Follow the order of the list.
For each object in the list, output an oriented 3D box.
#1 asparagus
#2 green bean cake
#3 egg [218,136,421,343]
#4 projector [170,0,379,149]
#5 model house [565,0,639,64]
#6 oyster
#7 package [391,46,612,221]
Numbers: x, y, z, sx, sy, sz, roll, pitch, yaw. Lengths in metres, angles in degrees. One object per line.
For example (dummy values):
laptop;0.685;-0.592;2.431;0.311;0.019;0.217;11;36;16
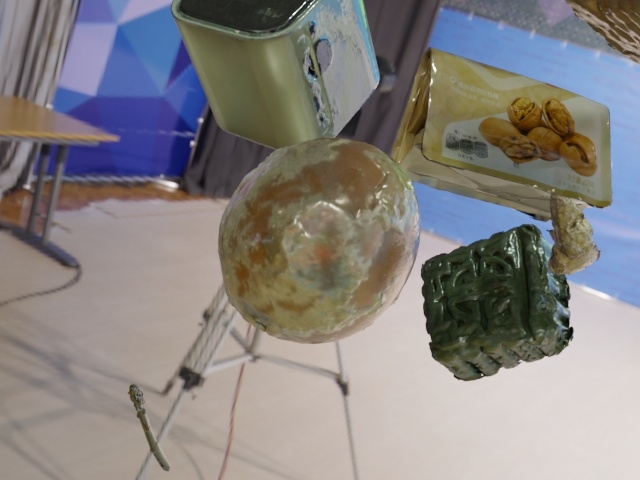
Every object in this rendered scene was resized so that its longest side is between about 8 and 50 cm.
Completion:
asparagus;-0.170;0.190;0.852;0.013;0.166;0.016;27;57;26
green bean cake;0.318;0.112;1.554;0.132;0.255;0.241;40;42;-40
egg;0.000;0.000;0.836;0.195;0.233;0.195;30;38;-27
projector;-0.066;-0.327;1.415;0.248;0.249;0.248;23;60;31
model house;0.498;-0.423;0.998;0.445;0.395;0.400;29;11;-30
oyster;0.197;-0.004;0.718;0.083;0.038;0.081;55;-2;-20
package;0.278;-0.142;1.352;0.311;0.221;0.165;14;-29;-12
